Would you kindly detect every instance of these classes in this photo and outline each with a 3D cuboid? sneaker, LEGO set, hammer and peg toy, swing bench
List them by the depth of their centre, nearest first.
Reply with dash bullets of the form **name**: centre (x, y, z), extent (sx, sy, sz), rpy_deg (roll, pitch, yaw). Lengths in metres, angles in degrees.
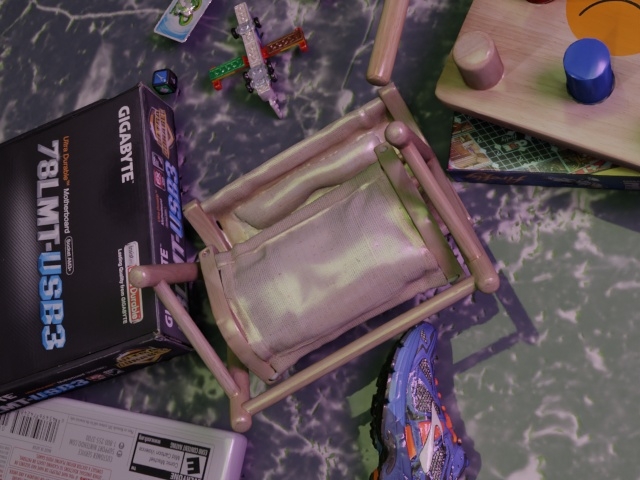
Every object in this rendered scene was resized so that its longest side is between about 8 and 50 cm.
- **hammer and peg toy**: centre (0.211, -0.208, 0.785), extent (0.361, 0.127, 0.266), rpy_deg (22, 86, 22)
- **sneaker**: centre (0.091, 0.182, 0.812), extent (0.087, 0.083, 0.221), rpy_deg (8, 72, -7)
- **swing bench**: centre (0.000, 0.000, 0.812), extent (0.253, 0.254, 0.165), rpy_deg (-30, 102, 11)
- **LEGO set**: centre (-0.082, -0.248, 0.998), extent (0.182, 0.060, 0.244), rpy_deg (26, 79, 28)

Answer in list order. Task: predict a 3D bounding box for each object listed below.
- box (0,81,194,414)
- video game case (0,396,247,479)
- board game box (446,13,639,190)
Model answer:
- **box**: centre (-0.282, 0.015, 0.947), extent (0.293, 0.073, 0.295), rpy_deg (-19, 63, 21)
- **video game case**: centre (-0.251, 0.313, 0.890), extent (0.329, 0.036, 0.300), rpy_deg (6, 75, 25)
- **board game box**: centre (0.251, -0.133, 0.844), extent (0.243, 0.042, 0.165), rpy_deg (5, 78, 20)
